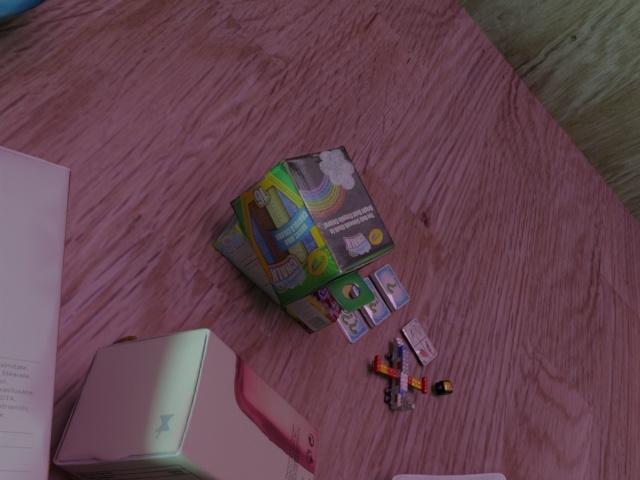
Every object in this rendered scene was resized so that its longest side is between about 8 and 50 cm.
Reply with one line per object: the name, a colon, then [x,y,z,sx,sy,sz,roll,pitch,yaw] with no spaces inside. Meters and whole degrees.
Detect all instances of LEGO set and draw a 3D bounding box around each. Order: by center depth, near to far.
LEGO set: [0.136,0.168,1.114,0.182,0.060,0.244,-27,85,-47]

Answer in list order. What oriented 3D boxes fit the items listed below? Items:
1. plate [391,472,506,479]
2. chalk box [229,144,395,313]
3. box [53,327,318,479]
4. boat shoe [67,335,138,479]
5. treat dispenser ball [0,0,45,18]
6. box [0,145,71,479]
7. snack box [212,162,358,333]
plate: [0.209,0.486,0.978,0.277,0.045,0.278,15,54,-39]
chalk box: [0.000,0.000,0.924,0.132,0.132,0.213,-21,83,-47]
box: [-0.121,0.209,0.687,0.232,0.148,0.127,55,33,-41]
boat shoe: [-0.224,0.187,0.735,0.059,0.063,0.170,55,32,-41]
treat dispenser ball: [-0.408,-0.401,0.759,0.288,0.288,0.288,26,48,-32]
box: [-0.335,0.108,0.545,0.168,0.215,0.346,17,53,-38]
snack box: [-0.038,0.009,1.031,0.207,0.070,0.175,42,42,-14]
